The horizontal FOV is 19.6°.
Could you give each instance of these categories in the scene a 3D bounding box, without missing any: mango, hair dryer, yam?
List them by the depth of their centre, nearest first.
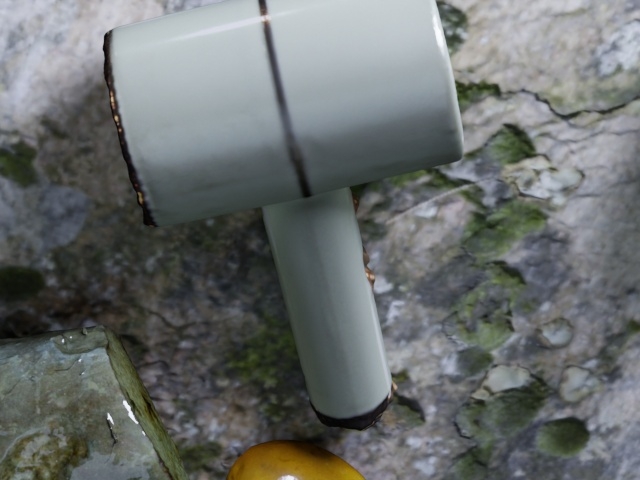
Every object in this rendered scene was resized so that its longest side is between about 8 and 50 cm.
[{"bbox_3d":[0.000,0.000,1.192,0.203,0.128,0.362,-13,130,1],"label":"hair dryer"},{"bbox_3d":[-0.222,0.140,1.227,0.254,0.154,0.154,-15,122,3],"label":"yam"},{"bbox_3d":[-0.014,0.186,1.328,0.114,0.060,0.080,3,124,-12],"label":"mango"}]
